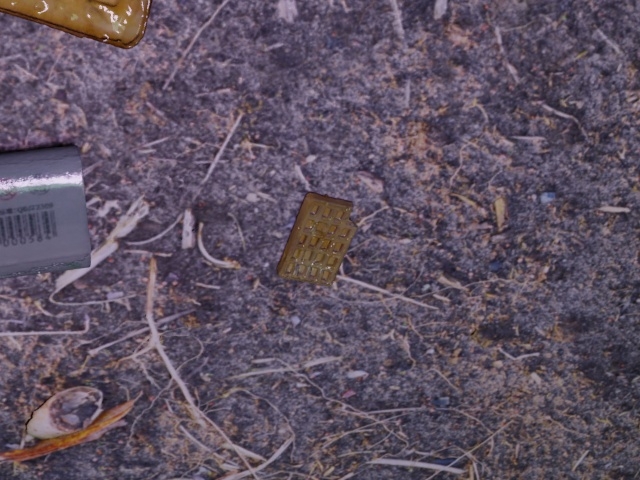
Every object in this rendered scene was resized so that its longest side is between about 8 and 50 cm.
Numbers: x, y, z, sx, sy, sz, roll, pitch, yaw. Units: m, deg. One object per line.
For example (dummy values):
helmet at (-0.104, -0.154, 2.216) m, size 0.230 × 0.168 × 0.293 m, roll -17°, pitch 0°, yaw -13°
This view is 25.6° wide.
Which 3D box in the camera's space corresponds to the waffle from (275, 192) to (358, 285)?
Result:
waffle at (0.000, 0.000, 1.959) m, size 0.092 × 0.021 × 0.135 m, roll 13°, pitch 117°, yaw -23°

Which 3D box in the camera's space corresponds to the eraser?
eraser at (-0.410, -0.027, 1.772) m, size 0.227 × 0.081 × 0.174 m, roll -8°, pitch 126°, yaw -14°

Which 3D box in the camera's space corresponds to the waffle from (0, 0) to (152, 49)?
waffle at (-0.319, -0.379, 1.503) m, size 0.348 × 0.077 × 0.304 m, roll 9°, pitch 101°, yaw -35°
